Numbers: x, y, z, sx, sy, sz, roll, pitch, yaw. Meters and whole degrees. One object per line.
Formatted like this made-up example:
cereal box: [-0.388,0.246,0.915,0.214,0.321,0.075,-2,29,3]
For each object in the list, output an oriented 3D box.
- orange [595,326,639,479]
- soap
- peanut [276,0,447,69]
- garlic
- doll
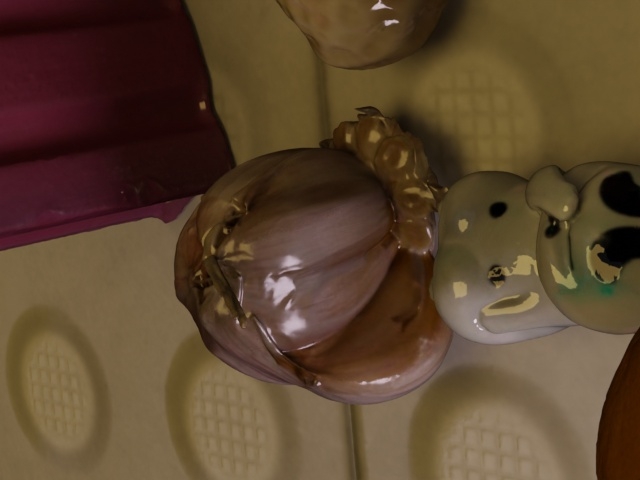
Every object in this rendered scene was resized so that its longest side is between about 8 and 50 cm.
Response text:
orange: [0.243,0.089,0.760,0.183,0.249,0.249,23,116,33]
soap: [-0.251,-0.104,1.115,0.128,0.359,0.233,-21,85,45]
peanut: [0.014,-0.263,0.976,0.149,0.149,0.313,14,113,42]
garlic: [0.000,0.000,1.014,0.207,0.257,0.207,-1,81,6]
doll: [0.148,0.007,0.923,0.180,0.107,0.110,-10,64,49]
